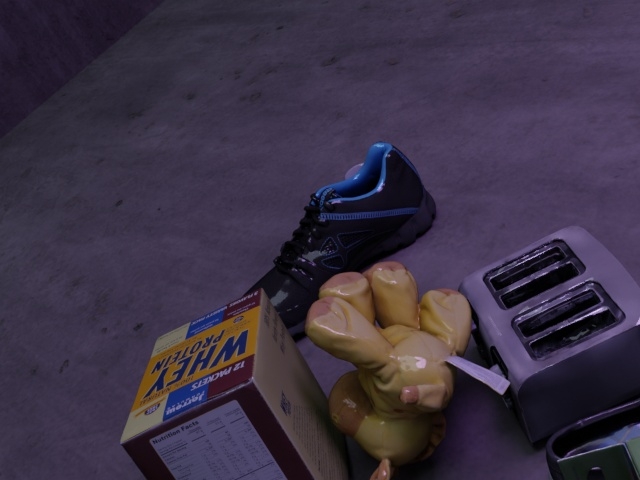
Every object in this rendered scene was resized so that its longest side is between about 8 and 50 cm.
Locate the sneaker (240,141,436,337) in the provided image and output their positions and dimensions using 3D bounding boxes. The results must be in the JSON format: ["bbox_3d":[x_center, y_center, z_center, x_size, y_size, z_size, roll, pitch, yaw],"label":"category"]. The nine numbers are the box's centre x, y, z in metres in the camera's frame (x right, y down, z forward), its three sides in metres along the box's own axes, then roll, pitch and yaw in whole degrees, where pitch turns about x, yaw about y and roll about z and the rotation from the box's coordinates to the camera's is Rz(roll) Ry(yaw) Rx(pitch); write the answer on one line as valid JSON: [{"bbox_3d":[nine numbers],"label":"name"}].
[{"bbox_3d":[0.000,0.000,1.029,0.341,0.139,0.125,-41,38,-12],"label":"sneaker"}]

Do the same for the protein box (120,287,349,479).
[{"bbox_3d":[-0.074,0.195,0.752,0.136,0.201,0.200,-26,19,7],"label":"protein box"}]

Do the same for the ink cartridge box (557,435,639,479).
[{"bbox_3d":[0.310,0.197,0.586,0.209,0.109,0.062,-22,35,13],"label":"ink cartridge box"}]

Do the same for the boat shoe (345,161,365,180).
[{"bbox_3d":[0.087,-0.119,1.207,0.100,0.035,0.035,-27,8,12],"label":"boat shoe"}]

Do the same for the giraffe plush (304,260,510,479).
[{"bbox_3d":[0.074,0.149,0.755,0.181,0.170,0.210,-16,44,-38],"label":"giraffe plush"}]

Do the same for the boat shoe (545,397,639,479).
[{"bbox_3d":[0.308,0.163,0.657,0.229,0.076,0.080,-22,36,13],"label":"boat shoe"}]

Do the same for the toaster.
[{"bbox_3d":[0.250,0.092,0.758,0.186,0.110,0.168,-27,36,6],"label":"toaster"}]
